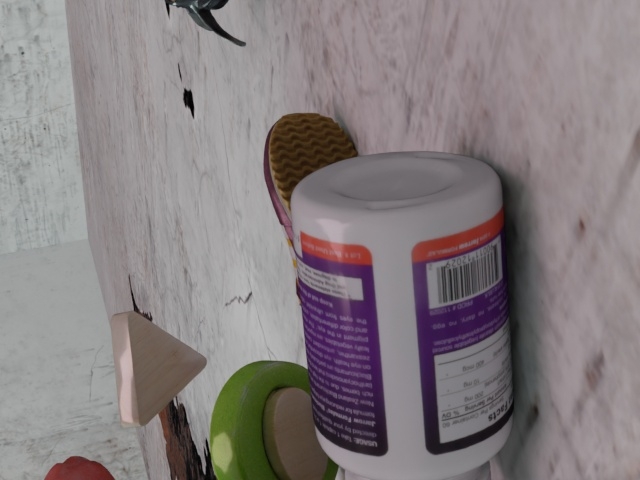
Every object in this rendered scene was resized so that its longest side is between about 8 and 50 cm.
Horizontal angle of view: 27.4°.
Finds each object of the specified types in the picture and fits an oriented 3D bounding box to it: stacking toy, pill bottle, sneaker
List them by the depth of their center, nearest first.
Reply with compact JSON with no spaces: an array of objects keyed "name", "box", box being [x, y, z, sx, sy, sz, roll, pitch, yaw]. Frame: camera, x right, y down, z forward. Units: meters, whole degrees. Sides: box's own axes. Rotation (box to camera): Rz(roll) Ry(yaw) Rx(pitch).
[{"name":"pill bottle","box":[0.046,0.059,0.688,0.108,0.108,0.193,-133,35,-65]},{"name":"sneaker","box":[0.000,0.000,0.907,0.084,0.070,0.185,112,146,-56]},{"name":"stacking toy","box":[-0.046,0.203,0.967,0.130,0.309,0.279,-11,63,41]}]

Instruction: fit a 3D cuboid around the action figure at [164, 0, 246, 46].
[{"name":"action figure","box":[-0.122,-0.280,1.036,0.164,0.141,0.275,41,140,50]}]
